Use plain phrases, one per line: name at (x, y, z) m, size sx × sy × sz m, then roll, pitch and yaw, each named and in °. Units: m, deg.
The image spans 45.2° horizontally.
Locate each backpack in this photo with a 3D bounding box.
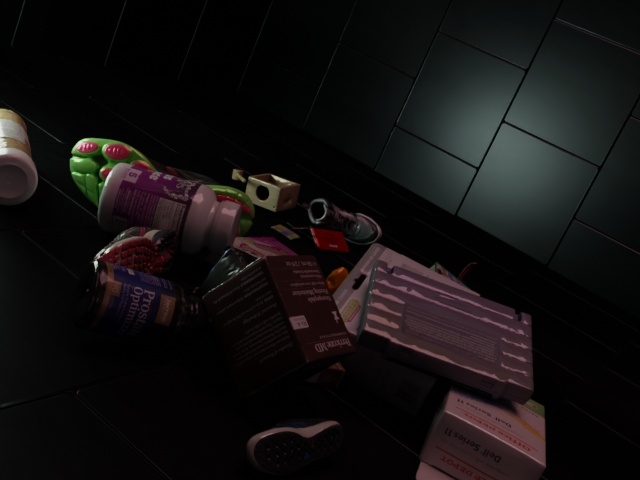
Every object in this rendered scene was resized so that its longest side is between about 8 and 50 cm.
backpack at (-0.155, 0.111, 1.606) m, size 0.173 × 0.158 × 0.117 m, roll 24°, pitch 20°, yaw -48°

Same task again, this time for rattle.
rattle at (0.037, 0.163, 1.737) m, size 0.130 × 0.143 × 0.200 m, roll 43°, pitch 10°, yaw -2°

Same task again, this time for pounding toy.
pounding toy at (-0.204, -0.161, 2.502) m, size 0.206 × 0.094 × 0.181 m, roll 21°, pitch 19°, yaw 24°

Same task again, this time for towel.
towel at (-0.105, -0.025, 2.343) m, size 0.083 × 0.009 × 0.060 m, roll 30°, pitch 16°, yaw 18°

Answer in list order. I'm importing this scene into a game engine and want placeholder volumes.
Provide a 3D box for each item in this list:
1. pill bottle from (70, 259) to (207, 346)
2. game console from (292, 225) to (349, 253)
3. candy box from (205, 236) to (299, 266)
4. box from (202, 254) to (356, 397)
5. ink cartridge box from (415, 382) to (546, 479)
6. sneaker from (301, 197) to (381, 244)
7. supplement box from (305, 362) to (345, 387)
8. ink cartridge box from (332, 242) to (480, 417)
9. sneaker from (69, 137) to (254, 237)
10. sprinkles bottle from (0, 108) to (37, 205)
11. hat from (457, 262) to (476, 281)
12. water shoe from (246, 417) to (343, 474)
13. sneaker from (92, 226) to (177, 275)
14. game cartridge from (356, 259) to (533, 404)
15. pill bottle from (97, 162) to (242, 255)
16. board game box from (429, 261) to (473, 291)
pill bottle at (-0.318, 0.120, 1.369) m, size 0.219 × 0.123 × 0.123 m, roll 20°, pitch 16°, yaw -32°
game console at (0.000, 0.000, 2.407) m, size 0.144 × 0.085 × 0.124 m, roll 7°, pitch 55°, yaw -45°
candy box at (-0.148, 0.056, 1.916) m, size 0.159 × 0.071 × 0.233 m, roll 34°, pitch 19°, yaw 28°
box at (-0.075, 0.152, 1.400) m, size 0.168 × 0.167 × 0.203 m, roll 1°, pitch 61°, yaw -57°
ink cartridge box at (0.313, 0.379, 1.465) m, size 0.207 × 0.119 × 0.353 m, roll 27°, pitch 16°, yaw 9°
sneaker at (0.062, -0.062, 2.501) m, size 0.268 × 0.101 × 0.153 m, roll 24°, pitch 4°, yaw 21°
supplement box at (-0.001, 0.258, 1.539) m, size 0.083 × 0.043 × 0.055 m, roll 16°, pitch 18°, yaw -28°
ink cartridge box at (0.161, 0.180, 1.667) m, size 0.271 × 0.130 × 0.309 m, roll 28°, pitch 40°, yaw 13°
sneaker at (-0.411, -0.116, 1.981) m, size 0.482 × 0.185 × 0.202 m, roll 23°, pitch -2°, yaw -16°
sprinkles bottle at (-0.739, -0.203, 1.802) m, size 0.121 × 0.121 × 0.355 m, roll 14°, pitch 19°, yaw -30°
hat at (0.324, 0.140, 2.117) m, size 0.172 × 0.184 × 0.208 m, roll 23°, pitch 16°, yaw -2°
water shoe at (-0.053, 0.328, 1.239) m, size 0.080 × 0.073 × 0.203 m, roll 3°, pitch -3°, yaw 44°
sneaker at (-0.394, 0.038, 1.577) m, size 0.111 × 0.121 × 0.299 m, roll 10°, pitch 8°, yaw 7°
game cartridge at (0.255, 0.184, 1.551) m, size 0.354 × 0.068 × 0.230 m, roll 20°, pitch 43°, yaw -2°
pill bottle at (-0.342, -0.064, 1.777) m, size 0.301 × 0.169 × 0.169 m, roll 16°, pitch 16°, yaw 0°
board game box at (0.353, 0.212, 1.933) m, size 0.213 × 0.046 × 0.317 m, roll 39°, pitch 29°, yaw -13°
